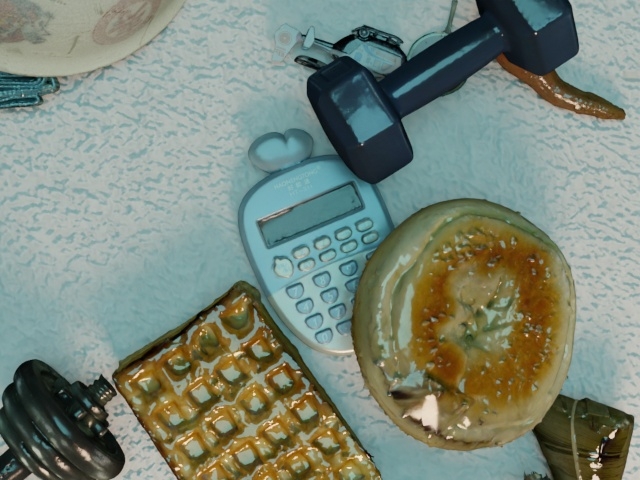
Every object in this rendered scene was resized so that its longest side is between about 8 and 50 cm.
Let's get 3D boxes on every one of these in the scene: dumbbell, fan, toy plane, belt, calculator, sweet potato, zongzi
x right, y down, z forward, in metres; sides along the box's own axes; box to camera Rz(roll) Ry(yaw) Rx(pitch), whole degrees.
[{"bbox_3d":[0.147,-0.210,1.391,0.325,0.160,0.144,-33,55,-2],"label":"dumbbell"},{"bbox_3d":[-0.405,0.302,1.363,0.406,0.179,0.179,-40,90,-3],"label":"dumbbell"},{"bbox_3d":[0.161,-0.253,1.506,0.085,0.005,0.133,16,87,-1],"label":"fan"},{"bbox_3d":[0.037,-0.239,1.477,0.197,0.053,0.078,17,95,-6],"label":"toy plane"},{"bbox_3d":[-0.422,-0.206,1.448,0.179,0.065,0.100,-5,96,-5],"label":"belt"},{"bbox_3d":[0.000,0.000,1.467,0.188,0.042,0.302,-22,89,-3],"label":"calculator"},{"bbox_3d":[0.303,-0.206,1.493,0.214,0.050,0.050,34,86,-5],"label":"sweet potato"},{"bbox_3d":[0.295,0.283,1.469,0.178,0.081,0.189,14,104,23],"label":"zongzi"}]

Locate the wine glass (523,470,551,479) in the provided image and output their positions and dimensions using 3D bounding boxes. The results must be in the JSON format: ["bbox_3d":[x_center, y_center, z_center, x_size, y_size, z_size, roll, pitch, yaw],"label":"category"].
[{"bbox_3d":[0.142,0.413,1.385,0.357,0.190,0.190,-24,89,-7],"label":"wine glass"}]

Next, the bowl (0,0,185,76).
[{"bbox_3d":[-0.305,-0.410,1.325,0.435,0.196,0.434,-1,93,-25],"label":"bowl"}]

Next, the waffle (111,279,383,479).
[{"bbox_3d":[-0.091,0.226,1.428,0.213,0.091,0.308,-35,91,-5],"label":"waffle"}]

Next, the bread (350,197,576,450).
[{"bbox_3d":[0.167,0.101,1.399,0.306,0.159,0.305,1,88,-23],"label":"bread"}]
